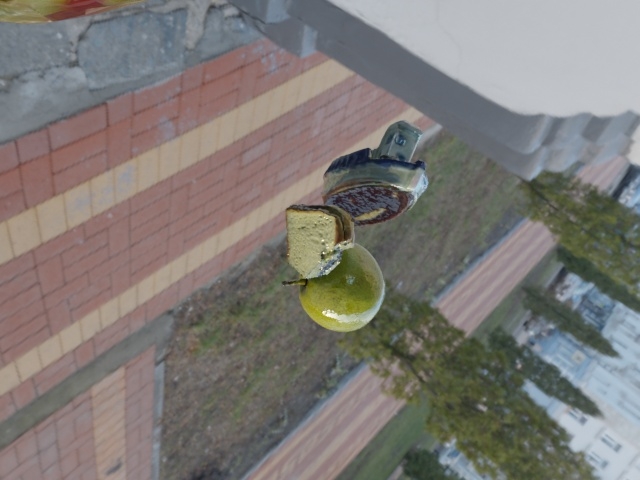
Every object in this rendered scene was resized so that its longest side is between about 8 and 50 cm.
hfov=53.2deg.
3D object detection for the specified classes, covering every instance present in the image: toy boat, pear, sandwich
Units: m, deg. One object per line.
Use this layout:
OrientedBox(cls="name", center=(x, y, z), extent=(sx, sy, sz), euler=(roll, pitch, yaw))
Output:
OrientedBox(cls="toy boat", center=(0.075, -0.094, 0.901), extent=(0.262, 0.114, 0.115), euler=(-21, -135, 62))
OrientedBox(cls="pear", center=(0.021, 0.086, 1.257), extent=(0.216, 0.180, 0.166), euler=(9, 149, -18))
OrientedBox(cls="sandwich", center=(0.000, 0.000, 0.781), extent=(0.036, 0.105, 0.093), euler=(-9, 96, -40))

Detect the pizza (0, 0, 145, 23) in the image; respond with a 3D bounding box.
OrientedBox(cls="pizza", center=(-0.244, -0.137, 0.335), extent=(0.406, 0.440, 0.130), euler=(-12, 110, -25))
